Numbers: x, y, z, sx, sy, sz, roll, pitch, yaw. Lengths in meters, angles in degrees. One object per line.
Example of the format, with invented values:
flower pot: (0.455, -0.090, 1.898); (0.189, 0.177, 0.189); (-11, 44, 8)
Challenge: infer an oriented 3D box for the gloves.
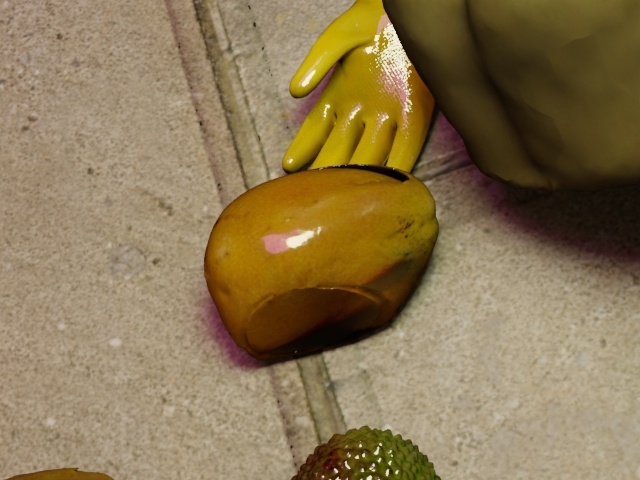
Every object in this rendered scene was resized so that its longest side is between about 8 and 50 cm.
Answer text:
gloves: (0.062, -0.169, 1.928); (0.133, 0.116, 0.294); (13, 68, 32)

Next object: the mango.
mango: (0.000, 0.000, 1.805); (0.236, 0.136, 0.166); (-13, 51, 2)

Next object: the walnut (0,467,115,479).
walnut: (-0.272, 0.282, 1.700); (0.245, 0.137, 0.137); (-22, 54, 1)

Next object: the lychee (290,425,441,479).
lychee: (0.042, 0.246, 1.619); (0.171, 0.171, 0.171); (-8, 55, 11)

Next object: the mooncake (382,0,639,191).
mooncake: (0.294, -0.258, 1.727); (0.467, 0.262, 0.467); (-23, 23, 11)
